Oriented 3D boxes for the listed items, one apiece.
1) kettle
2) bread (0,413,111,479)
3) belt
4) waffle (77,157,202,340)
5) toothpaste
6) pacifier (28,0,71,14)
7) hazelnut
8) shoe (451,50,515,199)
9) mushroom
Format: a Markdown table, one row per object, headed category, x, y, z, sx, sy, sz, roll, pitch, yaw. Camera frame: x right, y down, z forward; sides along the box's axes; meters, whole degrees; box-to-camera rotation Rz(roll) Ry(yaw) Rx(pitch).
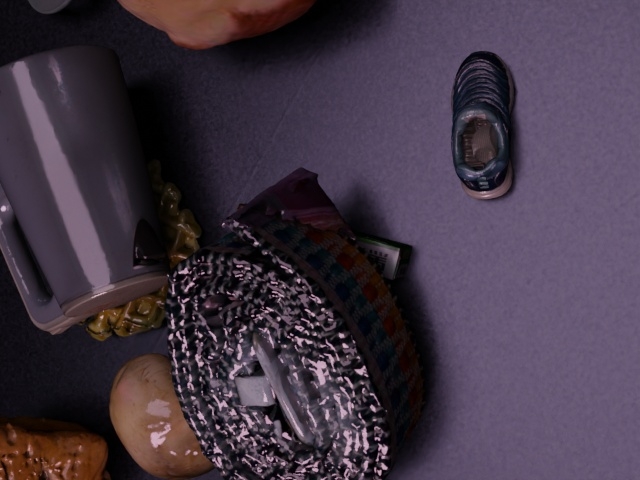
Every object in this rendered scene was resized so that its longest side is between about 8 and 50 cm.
| category | x | y | z | sx | sy | sz | roll | pitch | yaw |
| --- | --- | --- | --- | --- | --- | --- | --- | --- | --- |
| kettle | -0.262 | -0.042 | 1.178 | 0.210 | 0.160 | 0.243 | -24 | 81 | 30 |
| bread | -0.323 | 0.371 | 1.193 | 0.109 | 0.185 | 0.380 | -3 | 75 | 57 |
| belt | -0.026 | 0.104 | 1.111 | 0.207 | 0.160 | 0.295 | -27 | 96 | 27 |
| waffle | -0.207 | 0.009 | 1.244 | 0.169 | 0.036 | 0.183 | -23 | 81 | 12 |
| toothpaste | 0.000 | 0.000 | 1.175 | 0.178 | 0.043 | 0.037 | 16 | 94 | 17 |
| pacifier | -0.302 | -0.321 | 1.243 | 0.127 | 0.116 | 0.150 | 19 | 99 | 43 |
| hazelnut | -0.083 | -0.306 | 1.100 | 0.261 | 0.261 | 0.241 | -42 | 42 | 12 |
| shoe | 0.152 | -0.112 | 1.116 | 0.064 | 0.071 | 0.143 | -2 | 84 | 17 |
| mushroom | -0.151 | 0.176 | 1.176 | 0.112 | 0.148 | 0.148 | -26 | 80 | -18 |
